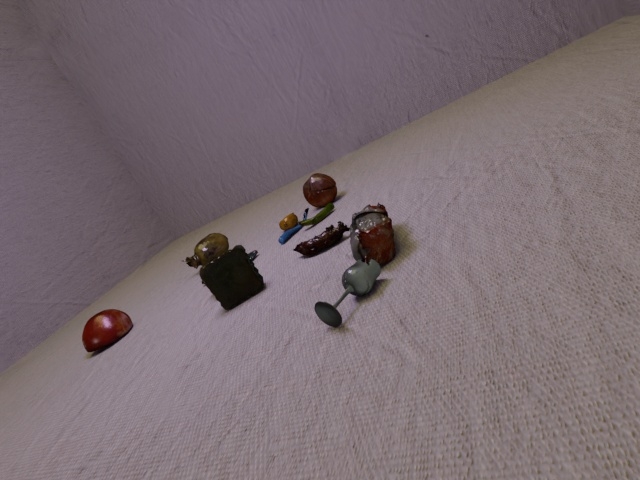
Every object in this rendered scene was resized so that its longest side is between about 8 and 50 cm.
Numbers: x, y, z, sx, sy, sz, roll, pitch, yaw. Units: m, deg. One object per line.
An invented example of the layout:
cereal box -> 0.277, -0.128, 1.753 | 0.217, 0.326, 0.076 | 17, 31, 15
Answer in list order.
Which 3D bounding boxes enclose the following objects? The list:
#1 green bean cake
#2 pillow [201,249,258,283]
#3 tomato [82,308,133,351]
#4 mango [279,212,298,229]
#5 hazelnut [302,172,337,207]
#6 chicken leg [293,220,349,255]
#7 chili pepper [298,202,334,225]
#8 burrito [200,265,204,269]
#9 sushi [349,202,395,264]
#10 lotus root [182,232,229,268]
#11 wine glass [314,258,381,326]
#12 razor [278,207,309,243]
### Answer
green bean cake -> -0.306, 0.124, 1.517 | 0.173, 0.181, 0.094 | -33, 14, -4
pillow -> -0.417, 0.127, 1.995 | 0.255, 0.034, 0.189 | -17, 22, 34
tomato -> -0.965, 0.385, 1.950 | 0.200, 0.139, 0.233 | -25, 14, -8
mango -> -0.158, -0.093, 2.165 | 0.101, 0.066, 0.187 | -36, 10, 5
hazelnut -> 0.001, -0.265, 2.219 | 0.182, 0.182, 0.182 | -27, 15, 8
chicken leg -> 0.000, 0.000, 1.581 | 0.234, 0.063, 0.105 | -28, 10, 8
chili pepper -> -0.011, -0.111, 1.984 | 0.201, 0.050, 0.052 | -35, 0, -29
burrito -> -0.564, 0.151, 2.147 | 0.041, 0.045, 0.185 | 3, 0, -23
sushi -> 0.149, -0.023, 1.275 | 0.130, 0.124, 0.332 | -16, 16, 7
lotus root -> -0.604, 0.066, 2.322 | 0.154, 0.154, 0.278 | -12, 22, 48
wine glass -> 0.071, 0.118, 1.047 | 0.079, 0.079, 0.195 | -13, 23, 46
razor -> -0.117, -0.060, 2.027 | 0.253, 0.042, 0.082 | -47, -20, -45
